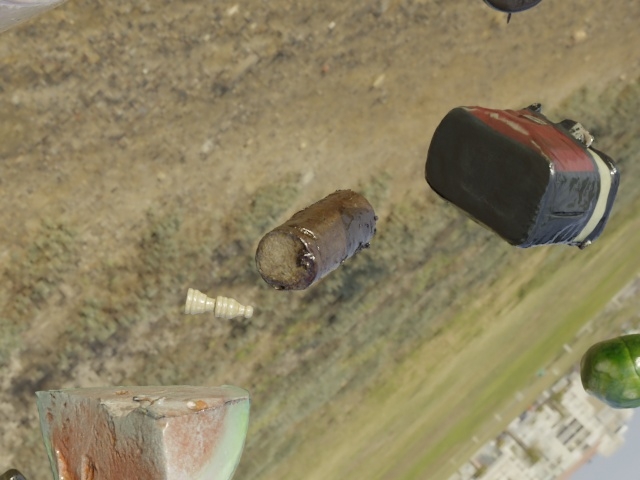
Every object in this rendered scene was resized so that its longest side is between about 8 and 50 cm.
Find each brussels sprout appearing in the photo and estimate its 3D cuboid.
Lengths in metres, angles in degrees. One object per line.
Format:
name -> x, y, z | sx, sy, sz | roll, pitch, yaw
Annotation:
brussels sprout -> 0.488, 0.212, 1.599 | 0.155, 0.117, 0.155 | -9, 145, -6

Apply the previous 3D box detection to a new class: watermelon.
watermelon -> -0.214, 0.235, 1.161 | 0.305, 0.180, 0.224 | -3, -138, 47

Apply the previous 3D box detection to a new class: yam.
yam -> 0.001, -0.001, 1.751 | 0.131, 0.131, 0.280 | -53, 171, 29

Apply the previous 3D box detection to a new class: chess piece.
chess piece -> -0.138, 0.090, 1.367 | 0.035, 0.092, 0.035 | -170, -90, -86

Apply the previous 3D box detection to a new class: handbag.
handbag -> 0.295, -0.100, 1.445 | 0.181, 0.254, 0.181 | -3, 117, -39

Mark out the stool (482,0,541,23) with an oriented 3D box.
stool -> 0.285, -0.438, 1.488 | 0.125, 0.121, 0.217 | -4, 127, -4

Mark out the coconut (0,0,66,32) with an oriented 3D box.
coconut -> -0.291, -0.289, 0.852 | 0.224, 0.224, 0.234 | -32, -165, -37

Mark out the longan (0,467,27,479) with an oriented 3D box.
longan -> -0.535, 0.408, 1.497 | 0.204, 0.159, 0.185 | -32, -172, -4
